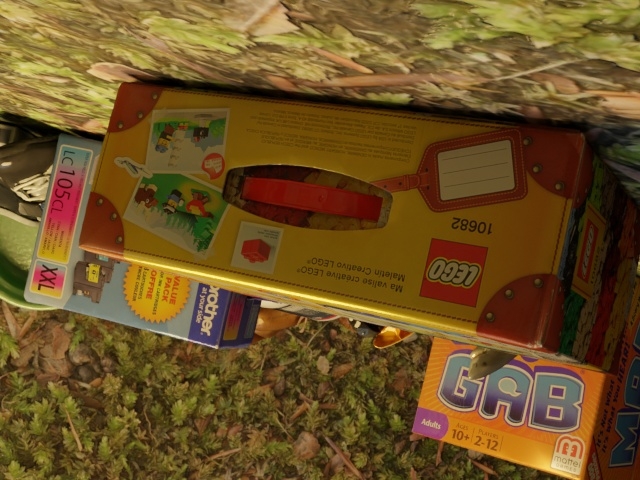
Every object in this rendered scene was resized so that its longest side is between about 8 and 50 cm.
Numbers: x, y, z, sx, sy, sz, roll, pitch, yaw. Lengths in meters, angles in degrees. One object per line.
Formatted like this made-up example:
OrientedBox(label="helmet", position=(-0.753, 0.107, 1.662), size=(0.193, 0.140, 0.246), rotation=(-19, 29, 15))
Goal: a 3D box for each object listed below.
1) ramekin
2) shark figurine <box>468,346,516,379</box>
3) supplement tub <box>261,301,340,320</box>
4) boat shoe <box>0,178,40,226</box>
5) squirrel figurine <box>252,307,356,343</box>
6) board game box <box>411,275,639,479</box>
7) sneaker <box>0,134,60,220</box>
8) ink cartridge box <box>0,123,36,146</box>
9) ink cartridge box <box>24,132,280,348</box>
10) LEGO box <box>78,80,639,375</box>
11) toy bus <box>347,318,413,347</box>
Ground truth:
OrientedBox(label="ramekin", position=(-0.587, -0.011, 2.167), size=(0.303, 0.303, 0.148), rotation=(15, -178, -13))
OrientedBox(label="shark figurine", position=(0.355, 0.117, 1.615), size=(0.116, 0.278, 0.166), rotation=(39, -161, 14))
OrientedBox(label="supplement tub", position=(-0.047, 0.038, 1.860), size=(0.191, 0.191, 0.272), rotation=(10, 174, 33))
OrientedBox(label="boat shoe", position=(-0.555, -0.093, 1.805), size=(0.114, 0.091, 0.302), rotation=(32, -178, 7))
OrientedBox(label="squirrel figurine", position=(-0.006, 0.098, 2.363), size=(0.397, 0.281, 0.370), rotation=(-1, 175, -43))
OrientedBox(label="board game box", position=(0.447, 0.245, 1.894), size=(0.356, 0.356, 0.356), rotation=(8, 172, 43))
OrientedBox(label="sneaker", position=(-0.432, -0.083, 1.663), size=(0.122, 0.146, 0.330), rotation=(-13, 173, 9))
OrientedBox(label="ink cartridge box", position=(-0.582, -0.174, 1.737), size=(0.208, 0.045, 0.206), rotation=(11, 175, 4))
OrientedBox(label="ink cartridge box", position=(-0.222, 0.007, 1.551), size=(0.395, 0.270, 0.151), rotation=(12, 180, 15))
OrientedBox(label="LEGO box", position=(0.064, -0.008, 1.110), size=(0.500, 0.193, 0.372), rotation=(10, 174, 28))
OrientedBox(label="toy bus", position=(0.108, 0.043, 1.771), size=(0.220, 0.149, 0.211), rotation=(52, -156, -5))
